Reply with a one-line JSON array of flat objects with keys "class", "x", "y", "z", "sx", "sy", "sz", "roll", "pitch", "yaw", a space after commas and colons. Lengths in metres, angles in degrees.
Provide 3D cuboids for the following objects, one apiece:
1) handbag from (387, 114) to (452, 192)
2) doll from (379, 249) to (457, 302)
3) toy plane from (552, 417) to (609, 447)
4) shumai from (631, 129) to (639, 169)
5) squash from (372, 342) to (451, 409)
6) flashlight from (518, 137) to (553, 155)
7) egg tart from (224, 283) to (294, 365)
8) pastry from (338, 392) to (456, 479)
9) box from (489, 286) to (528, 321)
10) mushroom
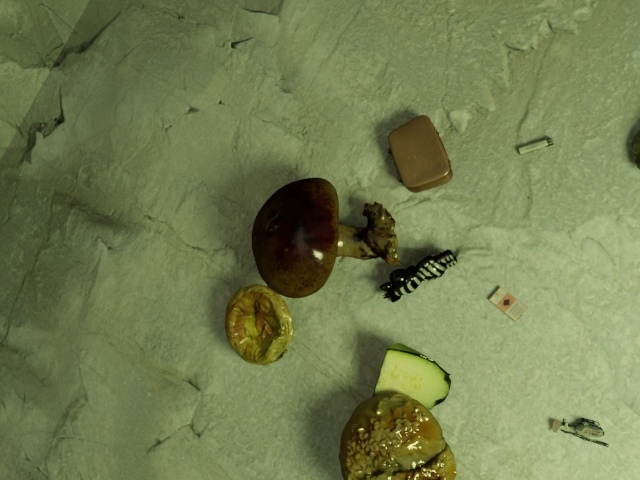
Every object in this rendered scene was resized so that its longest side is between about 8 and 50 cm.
[{"class": "handbag", "x": 0.270, "y": -0.232, "z": 1.460, "sx": 0.151, "sy": 0.072, "sz": 0.193, "roll": -25, "pitch": 73, "yaw": 17}, {"class": "doll", "x": 0.254, "y": 0.091, "z": 1.398, "sx": 0.219, "sy": 0.091, "sz": 0.067, "roll": -32, "pitch": 46, "yaw": 16}, {"class": "toy plane", "x": 0.598, "y": 0.434, "z": 1.215, "sx": 0.121, "sy": 0.031, "sz": 0.049, "roll": 11, "pitch": 93, "yaw": 22}, {"class": "shumai", "x": 0.825, "y": -0.228, "z": 1.199, "sx": 0.120, "sy": 0.201, "sz": 0.201, "roll": 19, "pitch": 87, "yaw": -16}, {"class": "squash", "x": 0.239, "y": 0.346, "z": 1.364, "sx": 0.184, "sy": 0.085, "sz": 0.192, "roll": 14, "pitch": 118, "yaw": 2}, {"class": "flashlight", "x": 0.556, "y": -0.242, "z": 1.365, "sx": 0.083, "sy": 0.018, "sz": 0.018, "roll": -17, "pitch": 74, "yaw": 20}, {"class": "egg tart", "x": -0.169, "y": 0.243, "z": 1.533, "sx": 0.241, "sy": 0.106, "sz": 0.241, "roll": 0, "pitch": 90, "yaw": 29}, {"class": "pastry", "x": 0.177, "y": 0.541, "z": 1.272, "sx": 0.284, "sy": 0.184, "sz": 0.315, "roll": -15, "pitch": 86, "yaw": 19}, {"class": "box", "x": 0.472, "y": 0.159, "z": 1.330, "sx": 0.083, "sy": 0.012, "sz": 0.046, "roll": 42, "pitch": 99, "yaw": 24}, {"class": "mushroom", "x": -0.010, "y": -0.019, "z": 1.481, "sx": 0.334, "sy": 0.356, "sz": 0.331, "roll": -39, "pitch": 64, "yaw": 53}]
